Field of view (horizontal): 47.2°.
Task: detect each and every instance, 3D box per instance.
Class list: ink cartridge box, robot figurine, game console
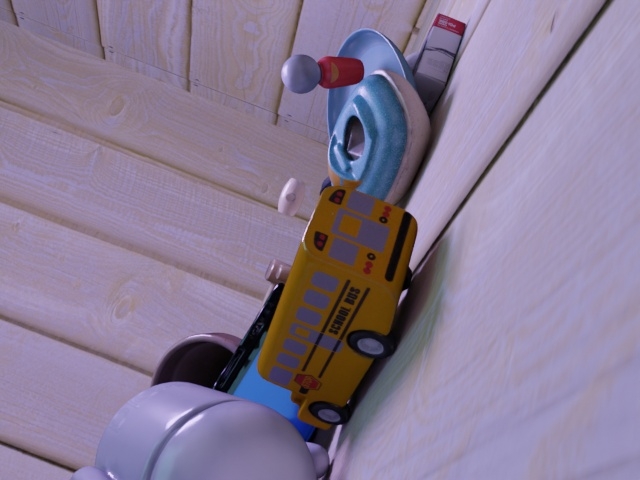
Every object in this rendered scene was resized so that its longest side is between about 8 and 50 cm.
[{"bbox_3d":[0.199,-0.312,1.289,0.099,0.056,0.135,115,177,-67],"label":"ink cartridge box"},{"bbox_3d":[-0.139,0.279,0.865,0.353,0.299,0.200,-3,92,55],"label":"robot figurine"},{"bbox_3d":[-0.064,0.233,1.124,0.293,0.173,0.250,-58,-10,-4],"label":"game console"}]

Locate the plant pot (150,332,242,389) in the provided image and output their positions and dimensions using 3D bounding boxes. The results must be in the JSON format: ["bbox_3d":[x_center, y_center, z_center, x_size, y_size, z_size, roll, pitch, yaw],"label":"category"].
[{"bbox_3d":[-0.154,0.298,1.413,0.229,0.263,0.263,0,-67,-61],"label":"plant pot"}]

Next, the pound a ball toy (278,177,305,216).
[{"bbox_3d":[0.000,0.000,1.343,0.319,0.208,0.136,-76,7,-77],"label":"pound a ball toy"}]

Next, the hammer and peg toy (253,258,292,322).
[{"bbox_3d":[-0.068,0.189,1.684,0.361,0.127,0.266,-127,56,-73],"label":"hammer and peg toy"}]

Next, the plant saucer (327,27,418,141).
[{"bbox_3d":[0.098,-0.222,1.334,0.317,0.043,0.318,172,90,-67],"label":"plant saucer"}]

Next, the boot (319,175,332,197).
[{"bbox_3d":[0.023,0.033,2.022,0.367,0.146,0.446,108,178,-71],"label":"boot"}]

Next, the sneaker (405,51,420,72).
[{"bbox_3d":[0.141,-0.252,1.427,0.126,0.091,0.240,-129,56,-66],"label":"sneaker"}]

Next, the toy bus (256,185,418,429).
[{"bbox_3d":[0.013,0.094,0.838,0.333,0.130,0.108,112,179,-51],"label":"toy bus"}]

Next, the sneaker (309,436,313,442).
[{"bbox_3d":[-0.068,0.359,1.170,0.146,0.102,0.294,-149,75,-84],"label":"sneaker"}]

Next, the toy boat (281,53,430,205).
[{"bbox_3d":[0.047,-0.195,1.222,0.268,0.148,0.318,112,142,-48],"label":"toy boat"}]
